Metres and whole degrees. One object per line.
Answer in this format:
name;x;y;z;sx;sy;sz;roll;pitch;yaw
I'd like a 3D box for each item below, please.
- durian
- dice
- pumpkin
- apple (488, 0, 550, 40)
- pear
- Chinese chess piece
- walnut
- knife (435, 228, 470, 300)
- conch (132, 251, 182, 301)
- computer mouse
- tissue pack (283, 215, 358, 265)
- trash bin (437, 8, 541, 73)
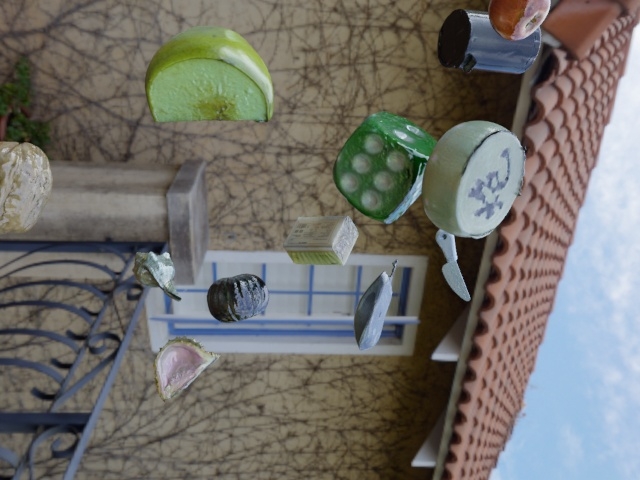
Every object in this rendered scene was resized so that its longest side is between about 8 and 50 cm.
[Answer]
durian;-0.623;0.526;2.383;0.196;0.305;0.185;52;3;-17
dice;0.237;-0.259;1.898;0.300;0.287;0.297;-34;162;-55
pumpkin;-0.286;0.200;1.874;0.220;0.220;0.162;-132;-152;-86
apple;0.548;-0.647;1.504;0.139;0.163;0.163;56;-17;21
pear;-0.300;-0.485;1.512;0.318;0.342;0.238;-90;180;-47
Chinese chess piece;0.460;-0.179;1.614;0.146;0.349;0.349;28;-55;46
walnut;-0.772;-0.128;1.331;0.198;0.198;0.245;-108;-143;-81
knife;0.526;0.105;2.170;0.044;0.080;0.331;-57;131;-63
conch;-0.721;0.132;2.414;0.169;0.386;0.203;-56;144;-24
computer mouse;0.195;0.218;1.951;0.379;0.090;0.167;-63;153;-29
tissue pack;0.000;0.000;2.002;0.125;0.234;0.159;56;47;-37
trash bin;0.587;-0.701;1.906;0.203;0.301;0.252;126;-44;-58
